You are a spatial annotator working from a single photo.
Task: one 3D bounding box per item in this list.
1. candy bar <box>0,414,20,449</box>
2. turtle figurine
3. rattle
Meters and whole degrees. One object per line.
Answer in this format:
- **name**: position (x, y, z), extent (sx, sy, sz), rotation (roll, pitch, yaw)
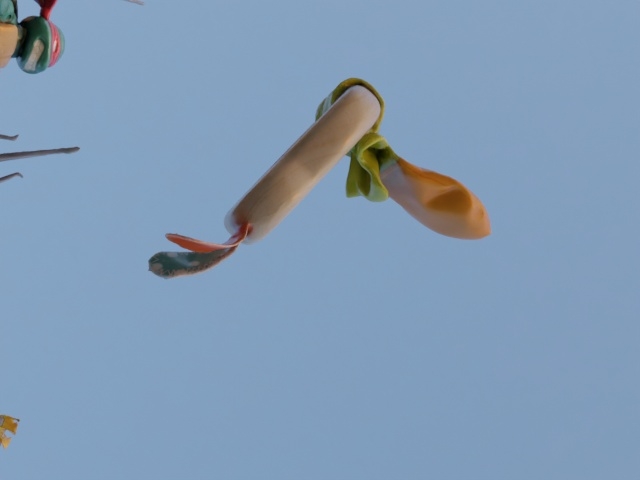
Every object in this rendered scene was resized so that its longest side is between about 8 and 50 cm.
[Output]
- **candy bar**: position (-0.270, 0.163, 1.337), extent (0.161, 0.018, 0.040), rotation (-31, -167, 14)
- **turtle figurine**: position (-0.245, -0.127, 1.337), extent (0.234, 0.175, 0.118), rotation (-1, -153, -33)
- **rattle**: position (0.000, 0.000, 1.229), extent (0.130, 0.143, 0.200), rotation (-24, -163, 33)
